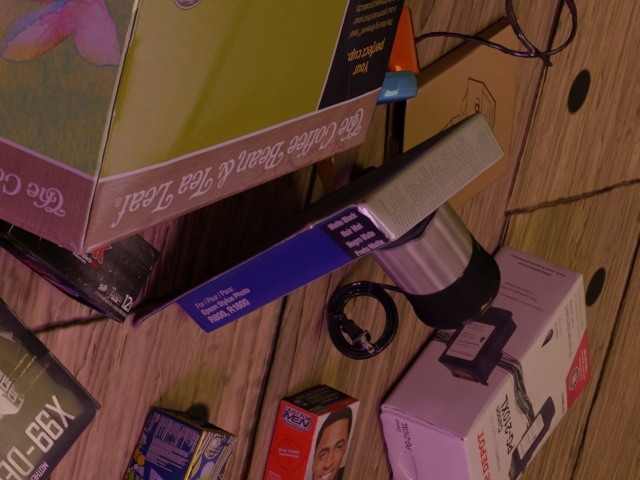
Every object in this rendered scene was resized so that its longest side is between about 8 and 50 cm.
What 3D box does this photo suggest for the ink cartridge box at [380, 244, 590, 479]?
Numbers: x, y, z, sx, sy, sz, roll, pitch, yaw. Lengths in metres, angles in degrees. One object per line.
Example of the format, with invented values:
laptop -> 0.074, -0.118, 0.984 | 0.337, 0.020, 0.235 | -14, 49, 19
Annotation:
ink cartridge box -> 0.171, 0.152, 1.917 | 0.237, 0.100, 0.172 | -50, 147, -30

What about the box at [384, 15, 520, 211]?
box -> 0.120, -0.097, 1.737 | 0.201, 0.021, 0.164 | -35, 138, -45

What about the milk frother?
milk frother -> 0.056, 0.024, 1.609 | 0.143, 0.129, 0.135 | -53, 137, -12

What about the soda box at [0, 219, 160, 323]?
soda box -> -0.172, -0.006, 1.258 | 0.060, 0.053, 0.169 | -63, 152, -11

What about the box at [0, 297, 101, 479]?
box -> -0.293, 0.122, 1.009 | 0.242, 0.076, 0.307 | 51, 61, -29

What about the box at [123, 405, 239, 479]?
box -> -0.128, 0.219, 1.493 | 0.059, 0.054, 0.169 | 22, 91, -62

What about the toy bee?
toy bee -> 0.016, -0.129, 1.409 | 0.298, 0.162, 0.195 | 16, 77, -28

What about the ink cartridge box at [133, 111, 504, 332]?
ink cartridge box -> 0.000, 0.000, 1.423 | 0.224, 0.223, 0.045 | -34, 94, -45

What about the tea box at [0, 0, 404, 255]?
tea box -> -0.092, -0.203, 1.004 | 0.329, 0.220, 0.323 | -25, 133, -62

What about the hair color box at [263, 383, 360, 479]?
hair color box -> -0.014, 0.205, 1.694 | 0.072, 0.043, 0.141 | -15, 121, -55
